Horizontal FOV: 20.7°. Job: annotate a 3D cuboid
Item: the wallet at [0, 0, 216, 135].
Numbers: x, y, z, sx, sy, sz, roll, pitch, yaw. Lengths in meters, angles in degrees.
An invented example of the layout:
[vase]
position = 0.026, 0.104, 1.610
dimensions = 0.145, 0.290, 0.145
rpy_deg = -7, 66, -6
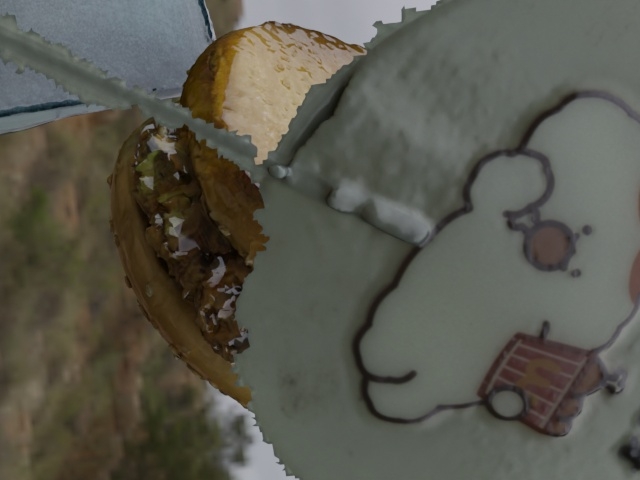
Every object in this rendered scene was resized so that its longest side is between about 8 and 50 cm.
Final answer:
[wallet]
position = -0.175, -0.244, 0.941
dimensions = 0.046, 0.191, 0.379
rpy_deg = -22, -99, 64

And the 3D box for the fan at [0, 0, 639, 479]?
[fan]
position = 0.006, -0.010, 0.472
dimensions = 0.190, 0.329, 0.009
rpy_deg = -60, -167, 19

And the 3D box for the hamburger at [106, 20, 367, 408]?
[hamburger]
position = -0.006, 0.001, 0.766
dimensions = 0.118, 0.182, 0.191
rpy_deg = -53, -172, 30
